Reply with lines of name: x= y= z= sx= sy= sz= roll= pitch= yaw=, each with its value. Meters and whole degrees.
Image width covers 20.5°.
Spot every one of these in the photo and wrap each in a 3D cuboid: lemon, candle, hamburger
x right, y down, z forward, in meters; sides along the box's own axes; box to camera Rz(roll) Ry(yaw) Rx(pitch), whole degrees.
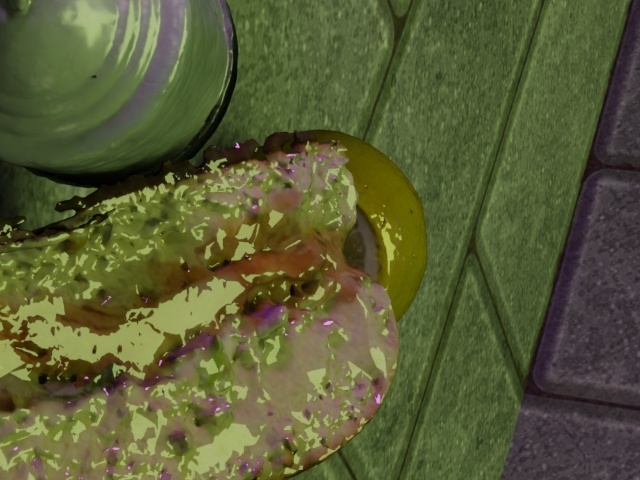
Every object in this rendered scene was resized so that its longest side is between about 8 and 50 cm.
lemon: x=0.000 y=0.000 z=1.873 sx=0.219 sy=0.240 sz=0.240 roll=-43 pitch=136 yaw=-73
candle: x=-0.186 y=-0.151 z=1.313 sx=0.342 sy=0.221 sz=0.221 roll=6 pitch=91 yaw=-83
hamburger: x=-0.166 y=0.097 z=1.392 sx=0.445 sy=0.287 sz=0.268 roll=-22 pitch=91 yaw=-34
